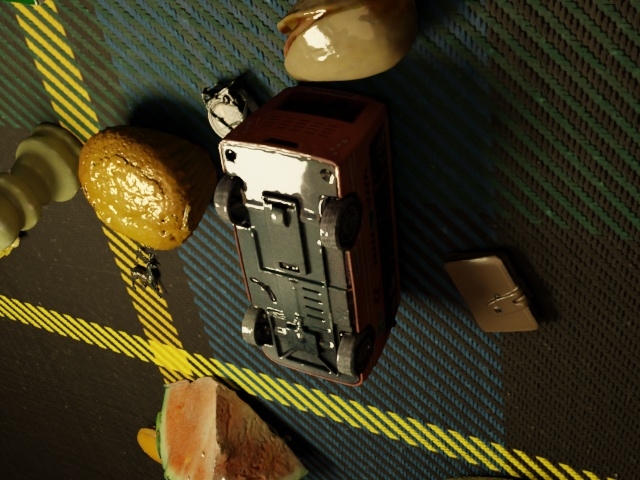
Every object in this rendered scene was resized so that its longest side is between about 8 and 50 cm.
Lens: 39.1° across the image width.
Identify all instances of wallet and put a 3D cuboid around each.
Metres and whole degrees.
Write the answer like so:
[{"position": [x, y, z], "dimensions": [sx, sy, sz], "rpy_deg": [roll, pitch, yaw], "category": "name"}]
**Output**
[{"position": [0.262, 0.080, 1.368], "dimensions": [0.118, 0.039, 0.153], "rpy_deg": [-10, 122, 44], "category": "wallet"}]

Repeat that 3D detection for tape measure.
[{"position": [-0.134, -0.196, 1.365], "dimensions": [0.091, 0.054, 0.094], "rpy_deg": [-7, 118, 42], "category": "tape measure"}]

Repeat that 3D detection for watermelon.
[{"position": [-0.244, 0.469, 1.955], "dimensions": [0.319, 0.222, 0.292], "rpy_deg": [51, 140, -8], "category": "watermelon"}]

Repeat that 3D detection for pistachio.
[{"position": [0.032, -0.264, 1.114], "dimensions": [0.215, 0.144, 0.144], "rpy_deg": [-18, 117, 44], "category": "pistachio"}]

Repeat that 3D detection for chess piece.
[{"position": [-0.540, -0.082, 1.612], "dimensions": [0.144, 0.251, 0.144], "rpy_deg": [20, 138, 19], "category": "chess piece"}]

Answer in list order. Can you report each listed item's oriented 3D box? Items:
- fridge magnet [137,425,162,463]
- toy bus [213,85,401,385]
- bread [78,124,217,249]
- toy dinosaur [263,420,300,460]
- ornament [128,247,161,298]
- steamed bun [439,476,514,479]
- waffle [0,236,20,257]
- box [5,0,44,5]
[{"position": [-0.392, 0.513, 2.244], "dimensions": [0.143, 0.063, 0.143], "rpy_deg": [21, 140, 19], "category": "fridge magnet"}, {"position": [0.000, 0.000, 1.332], "dimensions": [0.203, 0.233, 0.427], "rpy_deg": [14, 134, 25], "category": "toy bus"}, {"position": [-0.291, -0.098, 1.507], "dimensions": [0.240, 0.139, 0.240], "rpy_deg": [20, 138, 19], "category": "bread"}, {"position": [-0.081, 0.455, 1.983], "dimensions": [0.058, 0.037, 0.180], "rpy_deg": [5, 124, 33], "category": "toy dinosaur"}, {"position": [-0.354, 0.061, 1.799], "dimensions": [0.073, 0.028, 0.125], "rpy_deg": [17, 139, 21], "category": "ornament"}, {"position": [0.247, 0.570, 1.670], "dimensions": [0.383, 0.236, 0.247], "rpy_deg": [-19, 72, 44], "category": "steamed bun"}, {"position": [-0.758, -0.065, 1.943], "dimensions": [0.250, 0.056, 0.261], "rpy_deg": [47, 142, -12], "category": "waffle"}, {"position": [-0.497, -0.442, 1.365], "dimensions": [0.199, 0.081, 0.135], "rpy_deg": [15, 136, 26], "category": "box"}]
